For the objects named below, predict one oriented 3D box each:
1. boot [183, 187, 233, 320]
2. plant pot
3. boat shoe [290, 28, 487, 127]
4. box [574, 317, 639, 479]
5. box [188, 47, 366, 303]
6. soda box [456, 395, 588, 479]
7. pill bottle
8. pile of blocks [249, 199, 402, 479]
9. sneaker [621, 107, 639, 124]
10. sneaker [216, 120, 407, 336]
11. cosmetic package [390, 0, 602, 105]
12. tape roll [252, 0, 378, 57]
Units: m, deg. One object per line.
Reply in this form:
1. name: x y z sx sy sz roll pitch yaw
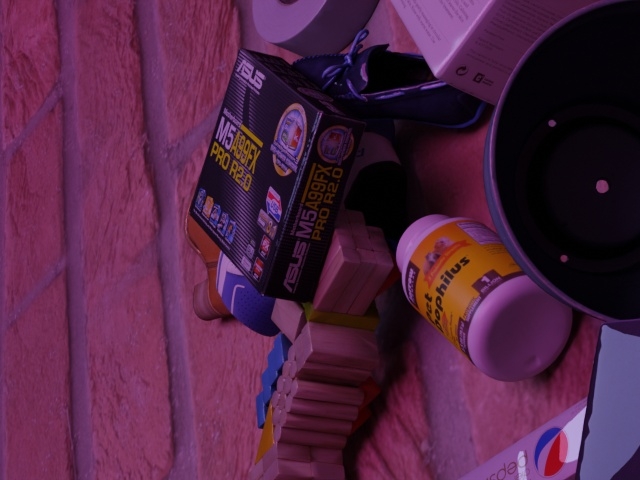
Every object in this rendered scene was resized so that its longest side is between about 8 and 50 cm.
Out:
1. boot: -0.108 0.001 2.360 0.152 0.073 0.197 -26 64 50
2. plant pot: 0.276 -0.060 1.648 0.196 0.293 0.293 145 141 -80
3. boat shoe: 0.071 -0.196 2.088 0.258 0.089 0.109 2 56 26
4. box: 0.390 0.166 1.296 0.296 0.294 0.182 -10 64 54
5. box: -0.055 -0.079 2.048 0.270 0.060 0.216 45 121 59
6. soda box: 0.224 0.224 1.722 0.216 0.074 0.069 -40 42 39
7. pill bottle: 0.161 0.051 1.874 0.117 0.117 0.215 -63 32 11
8. pile of blocks: 0.012 0.133 2.043 0.149 0.112 0.362 -132 55 -62
9. sneaker: 0.345 -0.186 1.771 0.130 0.087 0.227 -51 -22 -51
10. sneaker: 0.001 -0.001 2.139 0.315 0.127 0.182 -55 32 20
11. cosmetic package: 0.247 -0.340 1.930 0.365 0.155 0.197 -52 37 25
12. tape roll: 0.000 -0.352 2.391 0.219 0.072 0.219 -33 46 43
